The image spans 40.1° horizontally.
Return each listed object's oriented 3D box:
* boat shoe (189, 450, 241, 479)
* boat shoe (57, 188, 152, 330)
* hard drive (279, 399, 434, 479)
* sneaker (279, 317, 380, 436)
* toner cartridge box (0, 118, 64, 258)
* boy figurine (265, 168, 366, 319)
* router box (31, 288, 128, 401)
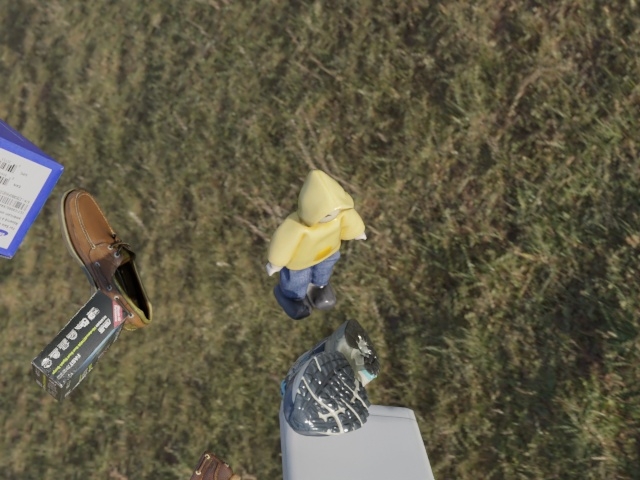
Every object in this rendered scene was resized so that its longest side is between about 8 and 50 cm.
[{"bbox_3d":[-0.196,0.383,1.225,0.073,0.207,0.073,42,132,0],"label":"boat shoe"},{"bbox_3d":[-0.416,0.034,1.745,0.104,0.111,0.307,-11,109,28],"label":"boat shoe"},{"bbox_3d":[0.059,0.367,1.348,0.353,0.232,0.047,-101,19,-65],"label":"hard drive"},{"bbox_3d":[-0.002,0.207,1.188,0.122,0.283,0.110,-33,90,19],"label":"sneaker"},{"bbox_3d":[-0.340,-0.113,0.600,0.347,0.165,0.075,32,91,36],"label":"toner cartridge box"},{"bbox_3d":[0.000,0.000,1.373,0.092,0.177,0.285,58,151,30],"label":"boy figurine"},{"bbox_3d":[-0.235,0.105,0.855,0.092,0.038,0.122,-50,2,-23],"label":"router box"}]
